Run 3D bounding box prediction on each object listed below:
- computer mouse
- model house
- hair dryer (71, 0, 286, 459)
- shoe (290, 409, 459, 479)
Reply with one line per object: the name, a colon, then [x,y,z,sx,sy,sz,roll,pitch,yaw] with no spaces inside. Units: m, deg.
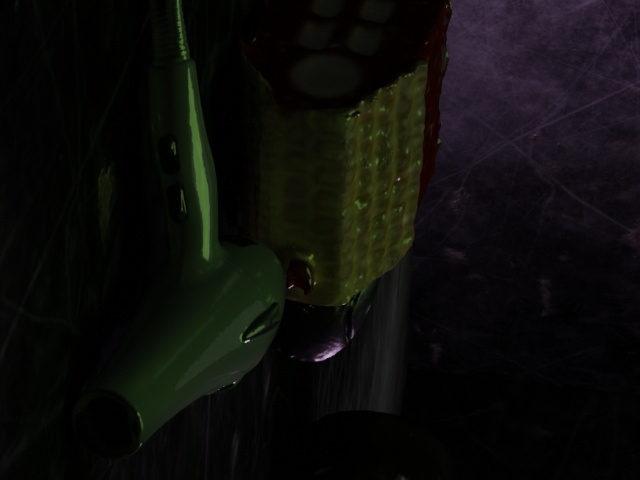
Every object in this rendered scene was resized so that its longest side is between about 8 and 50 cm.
computer mouse: [0.000,0.000,1.588,0.073,0.122,0.217,142,-41,-65]
model house: [0.010,-0.082,1.413,0.254,0.160,0.196,-74,169,-52]
hair dryer: [-0.098,0.003,1.013,0.229,0.092,0.267,-68,150,-47]
shoe: [0.114,0.362,2.069,0.171,0.384,0.237,-33,-150,37]
